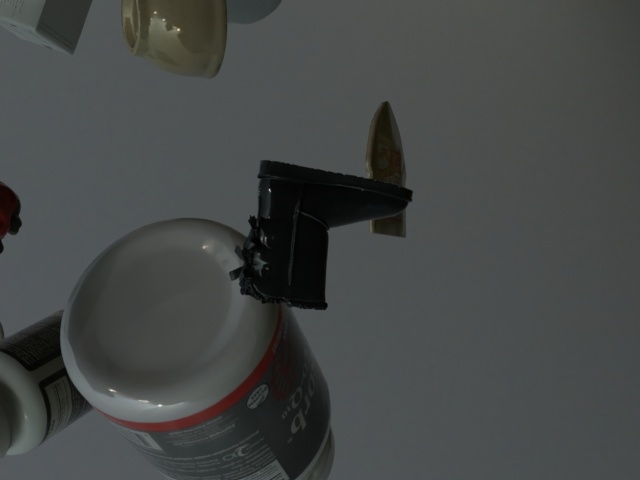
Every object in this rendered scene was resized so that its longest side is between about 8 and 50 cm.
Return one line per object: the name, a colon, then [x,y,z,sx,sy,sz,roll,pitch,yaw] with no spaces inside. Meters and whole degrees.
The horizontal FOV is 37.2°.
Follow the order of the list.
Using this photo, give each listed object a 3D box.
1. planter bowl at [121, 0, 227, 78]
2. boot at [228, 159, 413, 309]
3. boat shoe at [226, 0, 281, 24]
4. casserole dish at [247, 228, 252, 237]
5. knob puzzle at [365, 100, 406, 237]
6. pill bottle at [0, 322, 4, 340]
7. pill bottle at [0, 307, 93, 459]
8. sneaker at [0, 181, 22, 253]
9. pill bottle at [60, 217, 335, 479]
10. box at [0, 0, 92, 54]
planter bowl: [-0.200,-0.293,1.250,0.109,0.162,0.162,-5,-123,-24]
boot: [0.000,0.000,0.675,0.121,0.099,0.045,9,179,-10]
boat shoe: [-0.201,-0.420,1.670,0.088,0.267,0.096,52,158,47]
casserole dish: [-0.071,0.024,1.448,0.037,0.114,0.188,51,-152,-37]
knob puzzle: [0.087,-0.103,1.372,0.213,0.030,0.213,-2,-90,-70]
pill bottle: [-0.618,0.184,1.623,0.124,0.221,0.124,8,-108,-25]
pill bottle: [-0.424,0.213,1.390,0.162,0.162,0.278,53,-147,4]
sneaker: [-0.354,0.023,0.750,0.135,0.097,0.276,59,-139,-37]
pill bottle: [-0.104,0.156,0.998,0.363,0.210,0.210,68,-175,-54]
box: [-0.509,-0.460,1.744,0.119,0.182,0.181,19,179,8]
